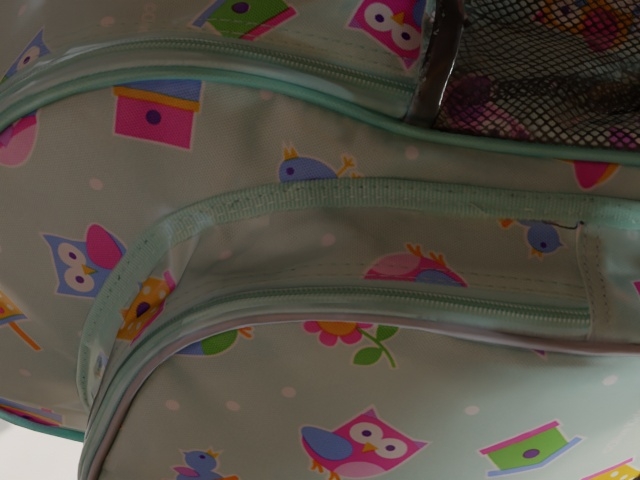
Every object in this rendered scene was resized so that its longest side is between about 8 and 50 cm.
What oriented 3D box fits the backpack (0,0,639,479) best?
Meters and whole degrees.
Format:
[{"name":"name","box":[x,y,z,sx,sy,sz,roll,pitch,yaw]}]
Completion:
[{"name":"backpack","box":[0.000,0.000,0.459,0.188,0.144,0.166,17,143,-7]}]
